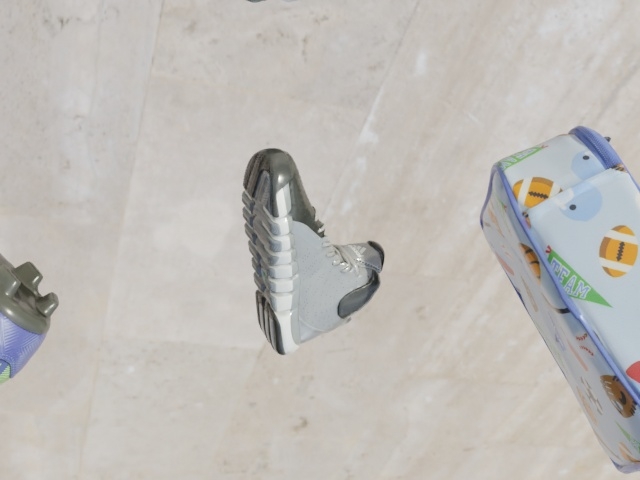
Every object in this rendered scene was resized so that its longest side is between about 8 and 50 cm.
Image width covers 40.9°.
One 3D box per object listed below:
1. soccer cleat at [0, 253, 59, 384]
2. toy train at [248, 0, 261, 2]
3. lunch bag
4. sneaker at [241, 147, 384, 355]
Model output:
[{"bbox_3d":[-0.317,0.026,0.712,0.121,0.289,0.093,-50,136,-3],"label":"soccer cleat"},{"bbox_3d":[-0.176,-0.512,1.364,0.142,0.334,0.190,-32,143,-45],"label":"toy train"},{"bbox_3d":[0.248,0.052,0.766,0.115,0.303,0.243,-25,162,1],"label":"lunch bag"},{"bbox_3d":[0.000,0.000,0.837,0.132,0.086,0.229,-16,129,-19],"label":"sneaker"}]
